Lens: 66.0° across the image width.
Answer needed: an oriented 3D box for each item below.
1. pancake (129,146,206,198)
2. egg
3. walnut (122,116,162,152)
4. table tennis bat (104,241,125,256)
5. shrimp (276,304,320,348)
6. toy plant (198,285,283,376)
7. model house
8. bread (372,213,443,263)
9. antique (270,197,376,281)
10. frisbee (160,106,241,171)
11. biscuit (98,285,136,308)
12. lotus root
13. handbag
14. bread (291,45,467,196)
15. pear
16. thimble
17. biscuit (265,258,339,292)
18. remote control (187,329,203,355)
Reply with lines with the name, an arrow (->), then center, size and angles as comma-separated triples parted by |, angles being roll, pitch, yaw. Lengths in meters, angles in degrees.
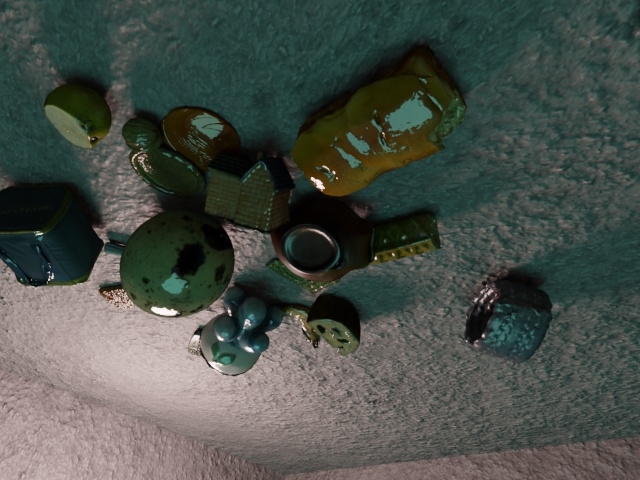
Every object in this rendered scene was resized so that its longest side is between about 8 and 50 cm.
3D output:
pancake -> -0.383, -0.169, 1.238 | 0.199, 0.021, 0.199 | 11, 149, 7
egg -> -0.394, 0.071, 1.345 | 0.287, 0.288, 0.379 | 28, 137, -22
walnut -> -0.407, -0.241, 1.124 | 0.092, 0.092, 0.092 | 6, 142, 5
table tennis bat -> -0.559, 0.049, 1.547 | 0.244, 0.040, 0.153 | 14, 125, 0
shrimp -> -0.097, 0.310, 1.786 | 0.198, 0.051, 0.262 | 3, 139, 21
toy plant -> -0.261, 0.291, 1.661 | 0.247, 0.247, 0.332 | 22, 137, -15
model house -> -0.159, -0.129, 1.139 | 0.182, 0.166, 0.172 | 14, 107, 11
bread -> 0.180, 0.003, 1.292 | 0.269, 0.087, 0.098 | -14, 140, 29
antique -> 0.000, 0.000, 1.257 | 0.278, 0.129, 0.224 | 14, 116, 20
frisbee -> -0.283, -0.225, 1.151 | 0.192, 0.035, 0.192 | 7, 143, 5
biscuit -> -0.691, 0.206, 1.799 | 0.230, 0.025, 0.131 | -9, 138, 23
lotus root -> 0.060, 0.282, 1.650 | 0.138, 0.119, 0.235 | -12, 136, 26
handbag -> -0.783, -0.012, 1.388 | 0.263, 0.222, 0.241 | 2, 137, 8
bread -> 0.110, -0.217, 0.976 | 0.344, 0.149, 0.195 | -24, 131, 36
pear -> -0.522, -0.280, 1.083 | 0.141, 0.104, 0.141 | 27, 149, 18
thimble -> 0.527, 0.227, 1.402 | 0.172, 0.205, 0.236 | 16, 143, -6
biscuit -> -0.050, 0.099, 1.525 | 0.203, 0.016, 0.144 | 36, 136, -30
remote control -> -0.502, 0.424, 2.020 | 0.072, 0.042, 0.222 | 18, 143, -10
